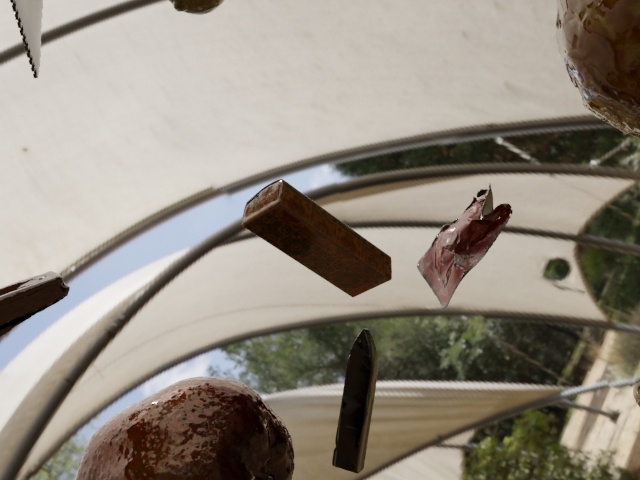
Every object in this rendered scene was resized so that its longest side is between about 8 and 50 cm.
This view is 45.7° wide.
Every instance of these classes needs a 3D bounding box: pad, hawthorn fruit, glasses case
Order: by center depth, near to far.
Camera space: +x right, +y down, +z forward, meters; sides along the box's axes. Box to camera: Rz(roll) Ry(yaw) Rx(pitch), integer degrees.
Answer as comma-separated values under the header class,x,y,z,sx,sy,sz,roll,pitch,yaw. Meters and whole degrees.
class,x,y,z,sx,sy,sz,roll,pitch,yaw
glasses case,0.000,0.000,1.035,0.218,0.075,0.049,34,-136,-33
hawthorn fruit,-0.210,0.335,1.055,0.285,0.369,0.284,17,-111,-50
pad,-0.482,-0.446,1.246,0.269,0.012,0.269,118,149,-68

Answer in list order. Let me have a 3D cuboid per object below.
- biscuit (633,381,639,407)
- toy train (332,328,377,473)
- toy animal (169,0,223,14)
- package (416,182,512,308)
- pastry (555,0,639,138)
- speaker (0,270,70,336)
class,x,y,z,sx,sy,sz,roll,pitch,yaw
biscuit,0.357,0.153,0.744,0.147,0.071,0.018,-10,-47,-43
toy train,0.070,0.277,1.332,0.048,0.055,0.251,3,-83,-59
toy animal,-0.191,-0.638,1.588,0.363,0.181,0.180,-42,25,20
package,0.318,0.002,1.696,0.269,0.071,0.194,-50,20,18
pastry,0.489,-0.294,0.982,0.313,0.389,0.388,-34,-35,-46
speaker,-0.460,0.110,0.895,0.259,0.329,0.198,5,-80,-35
